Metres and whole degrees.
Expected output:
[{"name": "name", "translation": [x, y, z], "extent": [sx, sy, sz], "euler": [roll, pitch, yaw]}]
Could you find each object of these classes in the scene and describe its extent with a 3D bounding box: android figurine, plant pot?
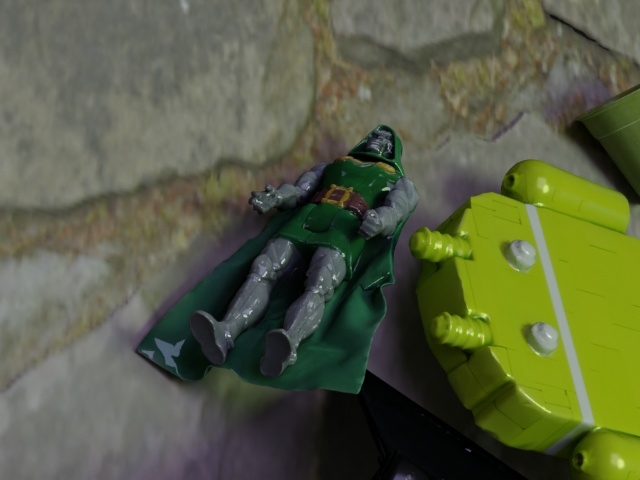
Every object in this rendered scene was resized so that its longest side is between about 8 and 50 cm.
[{"name": "android figurine", "translation": [0.167, 0.059, 1.215], "extent": [0.273, 0.056, 0.248], "euler": [18, 46, -32]}, {"name": "plant pot", "translation": [0.236, -0.071, 1.363], "extent": [0.083, 0.083, 0.079], "euler": [-30, 94, -41]}]

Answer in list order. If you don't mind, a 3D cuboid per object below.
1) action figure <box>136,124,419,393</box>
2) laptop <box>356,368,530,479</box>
[{"name": "action figure", "translation": [0.000, 0.000, 1.159], "extent": [0.137, 0.063, 0.232], "euler": [13, 38, 18]}, {"name": "laptop", "translation": [0.124, 0.287, 1.001], "extent": [0.382, 0.236, 0.408], "euler": [34, 60, -7]}]
